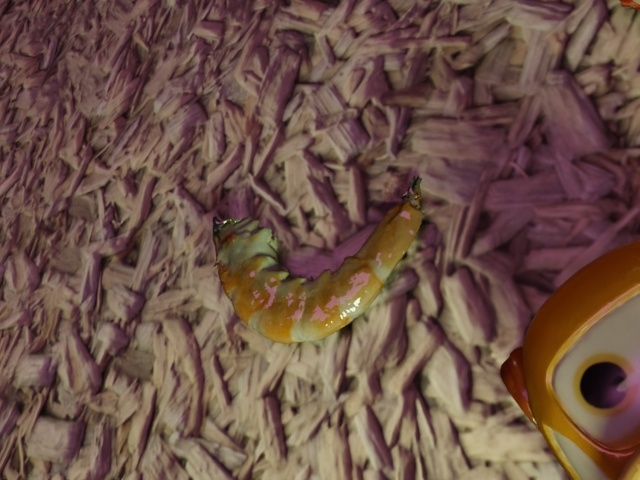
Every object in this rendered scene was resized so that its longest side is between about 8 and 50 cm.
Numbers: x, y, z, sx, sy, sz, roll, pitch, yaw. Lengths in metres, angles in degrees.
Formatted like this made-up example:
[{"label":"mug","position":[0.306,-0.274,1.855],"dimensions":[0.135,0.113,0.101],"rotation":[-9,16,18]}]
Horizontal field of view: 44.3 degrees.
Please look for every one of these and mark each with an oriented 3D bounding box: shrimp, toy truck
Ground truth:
[{"label":"shrimp","position":[-0.012,0.031,0.931],"dimensions":[0.287,0.068,0.185],"rotation":[-17,59,27]},{"label":"toy truck","position":[0.277,0.139,0.544],"dimensions":[0.204,0.288,0.211],"rotation":[-39,6,12]}]

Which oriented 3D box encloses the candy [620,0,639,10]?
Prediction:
[{"label":"candy","position":[0.439,-0.380,0.814],"dimensions":[0.365,0.124,0.124],"rotation":[-45,48,-3]}]
